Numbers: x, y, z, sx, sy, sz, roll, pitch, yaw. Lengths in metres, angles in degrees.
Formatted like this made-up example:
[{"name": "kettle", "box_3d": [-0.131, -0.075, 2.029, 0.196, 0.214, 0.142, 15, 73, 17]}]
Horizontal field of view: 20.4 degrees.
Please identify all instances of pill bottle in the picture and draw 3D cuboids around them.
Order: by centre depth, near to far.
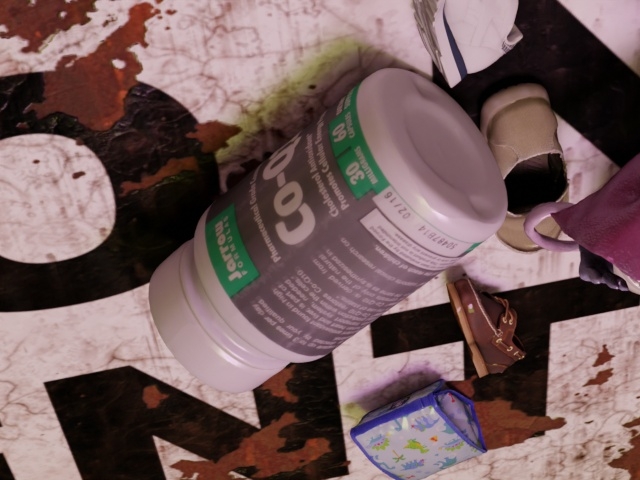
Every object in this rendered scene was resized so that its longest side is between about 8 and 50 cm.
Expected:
[{"name": "pill bottle", "box_3d": [0.000, 0.000, 1.847, 0.204, 0.204, 0.361, 23, 130, -40]}]

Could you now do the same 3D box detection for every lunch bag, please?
[{"name": "lunch bag", "box_3d": [0.125, 0.245, 2.316, 0.128, 0.096, 0.151, -27, 152, 20]}]

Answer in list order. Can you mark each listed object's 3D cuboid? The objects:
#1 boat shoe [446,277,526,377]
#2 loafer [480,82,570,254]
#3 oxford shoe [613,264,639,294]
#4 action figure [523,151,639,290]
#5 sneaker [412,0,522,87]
[{"name": "boat shoe", "box_3d": [0.203, 0.098, 2.163, 0.073, 0.073, 0.207, -19, 151, 6]}, {"name": "loafer", "box_3d": [0.220, -0.057, 1.932, 0.102, 0.092, 0.268, -15, 145, 3]}, {"name": "oxford shoe", "box_3d": [0.519, -0.045, 2.027, 0.449, 0.169, 0.130, -15, -170, -10]}, {"name": "action figure", "box_3d": [0.403, -0.117, 1.795, 0.248, 0.275, 0.370, 7, 103, -31]}, {"name": "sneaker", "box_3d": [0.133, -0.244, 1.671, 0.094, 0.090, 0.235, -24, 150, -2]}]
